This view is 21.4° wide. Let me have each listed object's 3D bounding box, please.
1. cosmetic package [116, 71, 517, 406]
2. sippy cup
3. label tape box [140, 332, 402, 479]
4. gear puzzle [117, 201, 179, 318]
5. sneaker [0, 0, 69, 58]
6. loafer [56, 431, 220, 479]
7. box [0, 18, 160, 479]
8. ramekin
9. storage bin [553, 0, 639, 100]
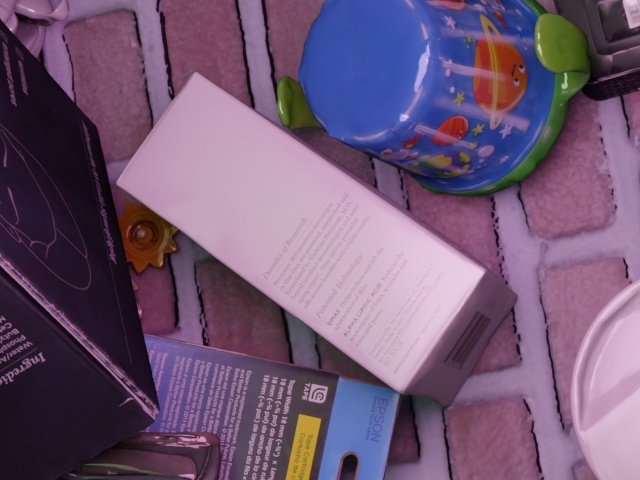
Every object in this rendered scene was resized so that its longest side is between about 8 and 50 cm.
[{"bbox_3d":[0.000,0.000,1.783,0.385,0.217,0.156,34,91,20],"label":"cosmetic package"},{"bbox_3d":[0.104,-0.169,1.740,0.305,0.224,0.240,-48,60,24],"label":"sippy cup"},{"bbox_3d":[-0.081,0.245,1.820,0.333,0.106,0.241,11,84,18],"label":"label tape box"},{"bbox_3d":[-0.297,0.073,1.947,0.339,0.044,0.175,-43,74,4],"label":"gear puzzle"},{"bbox_3d":[-0.470,-0.251,1.994,0.365,0.137,0.210,-35,71,5],"label":"sneaker"},{"bbox_3d":[-0.232,0.228,1.776,0.267,0.096,0.084,8,64,11],"label":"loafer"},{"bbox_3d":[-0.431,-0.046,1.688,0.297,0.472,0.480,-31,42,11],"label":"box"},{"bbox_3d":[0.390,0.161,1.691,0.272,0.127,0.273,-2,81,15],"label":"ramekin"},{"bbox_3d":[0.347,-0.233,1.789,0.180,0.084,0.122,-15,78,12],"label":"storage bin"}]
